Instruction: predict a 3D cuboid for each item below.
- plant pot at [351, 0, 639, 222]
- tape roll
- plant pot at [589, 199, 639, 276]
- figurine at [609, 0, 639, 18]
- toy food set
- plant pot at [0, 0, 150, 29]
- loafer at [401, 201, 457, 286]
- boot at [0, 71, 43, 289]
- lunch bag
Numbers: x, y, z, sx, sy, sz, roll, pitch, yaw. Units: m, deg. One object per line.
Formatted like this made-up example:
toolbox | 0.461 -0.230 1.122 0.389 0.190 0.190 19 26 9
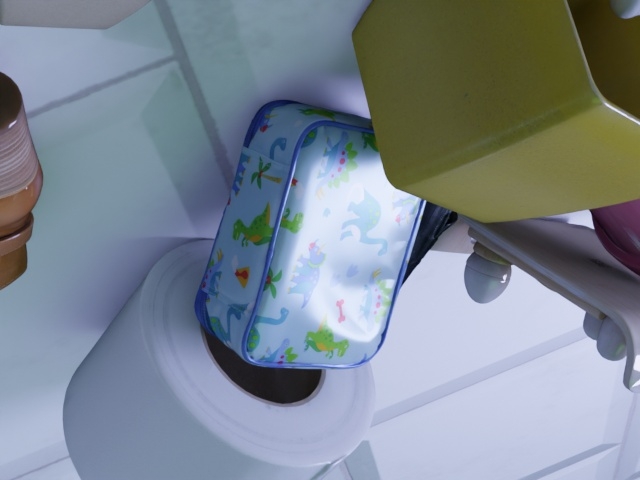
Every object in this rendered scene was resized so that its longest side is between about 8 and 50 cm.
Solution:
plant pot | 0.147 -0.126 0.857 0.187 0.212 0.212 -27 152 33
tape roll | -0.093 0.143 1.050 0.246 0.246 0.169 5 138 -40
plant pot | 0.317 -0.078 1.060 0.201 0.201 0.180 -40 131 25
figurine | 0.258 -0.277 0.729 0.215 0.092 0.209 -53 149 -23
toy food set | 0.266 0.063 1.145 0.219 0.306 0.092 6 112 -40
plant pot | -0.149 -0.180 0.654 0.109 0.109 0.096 -4 156 -31
loafer | 0.094 -0.020 1.089 0.078 0.076 0.223 -2 140 -20
boot | -0.338 -0.014 0.796 0.283 0.109 0.220 -19 154 -23
lunch bag | 0.000 0.000 0.959 0.176 0.090 0.219 5 105 -41
